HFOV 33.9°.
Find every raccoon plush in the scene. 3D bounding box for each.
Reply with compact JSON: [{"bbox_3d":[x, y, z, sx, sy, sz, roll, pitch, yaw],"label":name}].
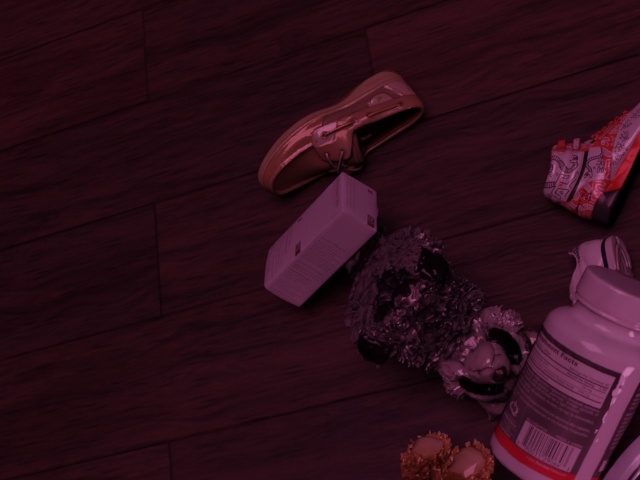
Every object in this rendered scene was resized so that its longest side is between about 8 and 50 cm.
[{"bbox_3d":[0.216,0.094,1.785,0.216,0.299,0.446,-49,24,26],"label":"raccoon plush"}]

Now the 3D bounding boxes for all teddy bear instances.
[{"bbox_3d":[0.180,0.464,1.634,0.245,0.113,0.338,-13,65,36],"label":"teddy bear"}]

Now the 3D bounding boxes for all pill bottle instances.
[{"bbox_3d":[0.392,0.206,1.567,0.176,0.176,0.319,31,108,30],"label":"pill bottle"}]

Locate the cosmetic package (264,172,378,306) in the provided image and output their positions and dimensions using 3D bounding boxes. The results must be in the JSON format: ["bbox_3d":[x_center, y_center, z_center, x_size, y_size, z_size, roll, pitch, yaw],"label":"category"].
[{"bbox_3d":[0.000,0.000,1.861,0.231,0.085,0.117,-47,24,31],"label":"cosmetic package"}]

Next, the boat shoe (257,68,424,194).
[{"bbox_3d":[0.036,-0.186,1.978,0.341,0.121,0.110,-37,59,3],"label":"boat shoe"}]

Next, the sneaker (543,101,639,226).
[{"bbox_3d":[0.485,-0.167,1.800,0.145,0.090,0.270,25,82,27],"label":"sneaker"}]

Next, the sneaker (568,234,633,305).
[{"bbox_3d":[0.457,0.111,1.709,0.094,0.090,0.235,-15,61,36],"label":"sneaker"}]

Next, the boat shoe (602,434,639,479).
[{"bbox_3d":[0.560,0.310,1.547,0.335,0.121,0.119,-39,55,1],"label":"boat shoe"}]
